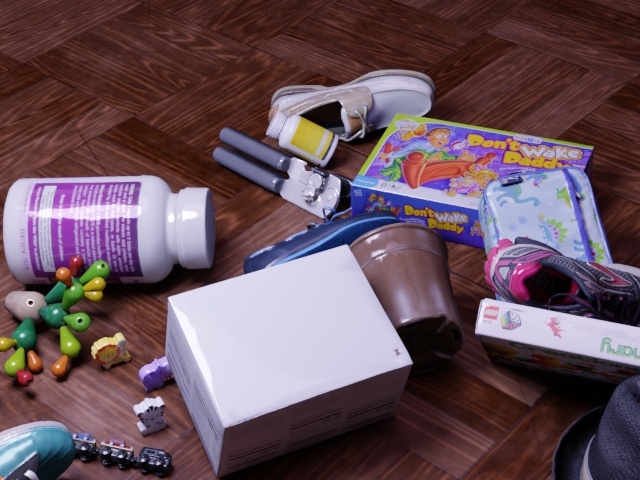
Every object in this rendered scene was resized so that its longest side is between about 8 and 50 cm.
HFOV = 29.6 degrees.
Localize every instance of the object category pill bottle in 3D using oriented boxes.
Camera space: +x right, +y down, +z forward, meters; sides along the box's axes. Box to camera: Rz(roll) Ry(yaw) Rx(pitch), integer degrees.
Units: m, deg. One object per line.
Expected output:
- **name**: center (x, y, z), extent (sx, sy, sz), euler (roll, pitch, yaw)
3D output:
- **pill bottle**: center (-0.032, -0.178, 2.103), extent (0.116, 0.065, 0.065), euler (26, 37, -11)
- **pill bottle**: center (-0.318, -0.016, 1.863), extent (0.302, 0.169, 0.169), euler (-1, 38, 3)

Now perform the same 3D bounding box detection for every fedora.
- **fedora**: center (0.449, 0.265, 1.464), extent (0.334, 0.152, 0.334), euler (-1, 38, 1)

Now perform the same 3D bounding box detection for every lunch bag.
- **lunch bag**: center (0.334, 0.003, 1.786), extent (0.176, 0.090, 0.218), euler (-8, 72, -6)

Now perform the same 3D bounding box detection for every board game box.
- **board game box**: center (0.366, 0.148, 1.597), extent (0.305, 0.193, 0.053), euler (10, 76, 17)
- **board game box**: center (0.252, -0.093, 2.000), extent (0.347, 0.078, 0.233), euler (12, 40, 18)

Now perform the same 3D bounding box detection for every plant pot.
- **plant pot**: center (0.123, 0.090, 1.717), extent (0.167, 0.167, 0.165), euler (-9, 46, -8)

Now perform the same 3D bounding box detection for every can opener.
- **can opener**: center (-0.065, -0.114, 2.070), extent (0.280, 0.074, 0.093), euler (26, 12, 30)

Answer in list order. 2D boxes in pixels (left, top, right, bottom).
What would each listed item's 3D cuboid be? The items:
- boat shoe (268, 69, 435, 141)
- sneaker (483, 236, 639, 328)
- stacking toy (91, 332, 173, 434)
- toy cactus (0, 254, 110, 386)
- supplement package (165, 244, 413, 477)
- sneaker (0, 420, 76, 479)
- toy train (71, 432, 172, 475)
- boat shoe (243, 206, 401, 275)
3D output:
- **boat shoe**: center (0.058, -0.227, 2.169), extent (0.303, 0.113, 0.103), euler (-8, 38, 10)
- **sneaker**: center (0.372, 0.087, 1.666), extent (0.299, 0.120, 0.112), euler (15, 10, -12)
- **stacking toy**: center (-0.191, 0.171, 1.709), extent (0.221, 0.052, 0.167), euler (-19, 41, -21)
- **toy cactus**: center (-0.405, 0.104, 1.759), extent (0.181, 0.112, 0.219), euler (12, 66, 43)
- **supplement package**: center (-0.048, 0.154, 1.596), extent (0.262, 0.145, 0.204), euler (-16, 58, -20)
- **sneaker**: center (-0.418, 0.338, 1.471), extent (0.302, 0.108, 0.121), euler (-31, 46, -20)
- **toy train**: center (-0.270, 0.277, 1.595), extent (0.158, 0.027, 0.036), euler (8, 36, 13)
- **boat shoe**: center (0.000, 0.000, 1.876), extent (0.258, 0.109, 0.089), euler (-17, 36, -20)
